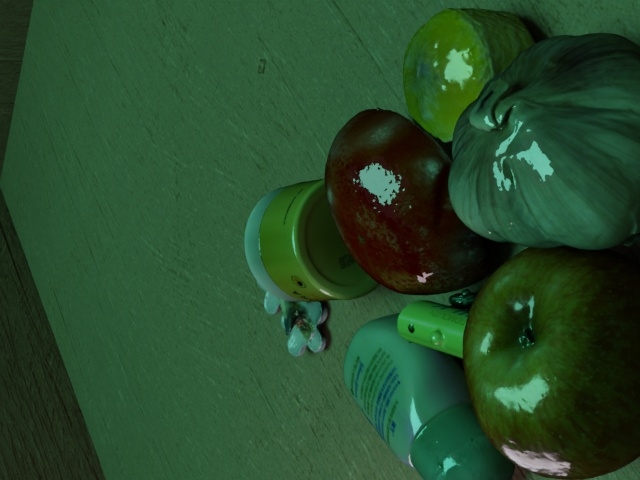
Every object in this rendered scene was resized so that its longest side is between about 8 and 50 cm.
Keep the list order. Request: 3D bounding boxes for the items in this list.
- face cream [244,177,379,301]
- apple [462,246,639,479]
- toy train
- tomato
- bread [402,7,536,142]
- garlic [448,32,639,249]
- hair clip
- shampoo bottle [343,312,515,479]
[{"bbox_3d":[0.000,0.000,2.006,0.179,0.218,0.218,-7,88,58],"label":"face cream"},{"bbox_3d":[0.312,0.152,1.454,0.277,0.250,0.309,-38,67,39],"label":"apple"},{"bbox_3d":[0.230,0.139,1.703,0.253,0.157,0.105,12,106,57],"label":"toy train"},{"bbox_3d":[0.110,-0.038,1.761,0.338,0.144,0.338,47,159,24],"label":"tomato"},{"bbox_3d":[0.219,-0.246,1.651,0.197,0.171,0.197,172,90,-65],"label":"bread"},{"bbox_3d":[0.307,-0.127,1.444,0.322,0.322,0.241,41,158,49],"label":"garlic"},{"bbox_3d":[-0.063,0.128,2.284,0.257,0.075,0.146,61,140,44],"label":"hair clip"},{"bbox_3d":[0.178,0.283,1.819,0.349,0.151,0.221,51,141,44],"label":"shampoo bottle"}]
